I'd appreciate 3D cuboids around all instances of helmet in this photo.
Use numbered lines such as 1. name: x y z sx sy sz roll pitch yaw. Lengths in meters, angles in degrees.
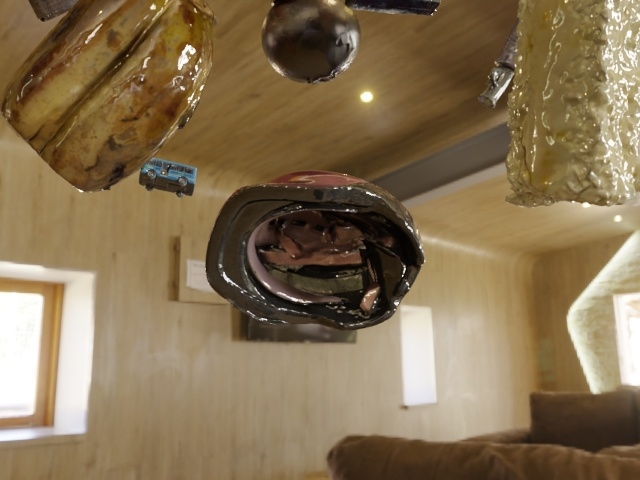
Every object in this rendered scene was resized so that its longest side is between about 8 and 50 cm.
1. helmet: 0.000 0.000 0.726 0.253 0.198 0.154 20 26 -9

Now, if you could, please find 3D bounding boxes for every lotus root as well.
1. lotus root: -0.242 -0.193 0.720 0.193 0.291 0.193 42 1 -1

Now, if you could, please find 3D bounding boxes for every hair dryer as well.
1. hair dryer: 0.346 -0.385 0.949 0.121 0.361 0.301 26 13 21

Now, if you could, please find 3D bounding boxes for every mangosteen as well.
1. mangosteen: -0.021 -0.421 1.149 0.194 0.230 0.194 -8 9 1

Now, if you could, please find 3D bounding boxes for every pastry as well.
1. pastry: 0.217 -0.149 0.483 0.089 0.258 0.121 -2 12 -39

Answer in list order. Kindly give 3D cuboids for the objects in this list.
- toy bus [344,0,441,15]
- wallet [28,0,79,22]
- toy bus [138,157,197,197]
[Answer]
1. toy bus: 0.043 -0.422 0.678 0.143 0.305 0.179 -12 -28 -35
2. wallet: -0.512 -0.527 1.069 0.124 0.230 0.042 -37 29 -24
3. toy bus: -0.234 -0.099 0.915 0.083 0.046 0.038 12 -33 -13
